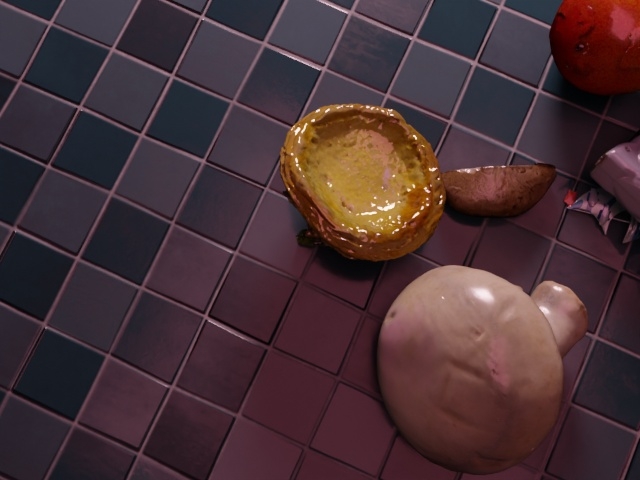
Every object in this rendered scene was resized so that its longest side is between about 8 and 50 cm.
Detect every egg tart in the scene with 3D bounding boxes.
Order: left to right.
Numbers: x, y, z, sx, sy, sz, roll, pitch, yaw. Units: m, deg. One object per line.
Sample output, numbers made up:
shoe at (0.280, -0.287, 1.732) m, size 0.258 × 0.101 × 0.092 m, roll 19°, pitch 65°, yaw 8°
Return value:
egg tart at (0.067, -0.089, 1.254) m, size 0.293 × 0.123 × 0.294 m, roll 5°, pitch 65°, yaw -11°

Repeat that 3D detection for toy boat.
toy boat at (0.515, -0.063, 1.319) m, size 0.149 × 0.034 × 0.105 m, roll 35°, pitch 84°, yaw 19°

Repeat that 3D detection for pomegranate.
pomegranate at (0.510, -0.354, 1.278) m, size 0.235 × 0.210 × 0.210 m, roll -19°, pitch 80°, yaw -3°

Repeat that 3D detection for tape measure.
tape measure at (0.579, -0.110, 1.262) m, size 0.196 × 0.105 × 0.178 m, roll 43°, pitch 58°, yaw 13°

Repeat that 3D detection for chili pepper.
chili pepper at (0.001, 0.000, 1.308) m, size 0.091 × 0.034 × 0.030 m, roll 15°, pitch 114°, yaw 2°

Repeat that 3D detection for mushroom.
mushroom at (0.242, 0.170, 1.141) m, size 0.315 × 0.315 × 0.356 m, roll 43°, pitch 90°, yaw 7°
mushroom at (0.309, -0.086, 1.298) m, size 0.209 × 0.072 × 0.094 m, roll 0°, pitch 89°, yaw 0°

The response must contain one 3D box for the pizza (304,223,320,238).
pizza at (0.012, -0.037, 1.296) m, size 0.100 × 0.029 × 0.099 m, roll 42°, pitch 63°, yaw 12°
